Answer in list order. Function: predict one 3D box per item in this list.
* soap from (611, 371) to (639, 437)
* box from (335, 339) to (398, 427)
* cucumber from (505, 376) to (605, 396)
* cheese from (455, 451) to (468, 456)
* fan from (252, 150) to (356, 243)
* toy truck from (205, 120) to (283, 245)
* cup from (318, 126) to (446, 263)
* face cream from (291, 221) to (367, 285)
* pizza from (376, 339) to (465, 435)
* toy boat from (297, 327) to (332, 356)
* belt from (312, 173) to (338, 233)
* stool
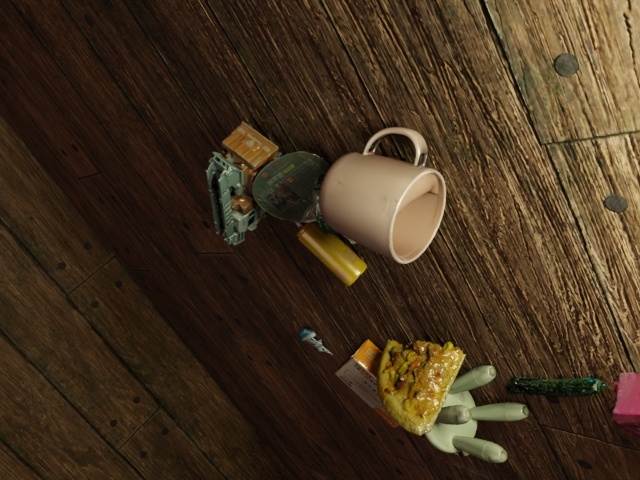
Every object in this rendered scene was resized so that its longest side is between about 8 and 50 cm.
[{"bbox_3d":[0.666,0.318,1.021,0.250,0.099,0.162,29,148,-18],"label":"soap"},{"bbox_3d":[0.195,0.458,1.838,0.274,0.091,0.221,40,150,8],"label":"box"},{"bbox_3d":[0.535,0.337,1.326,0.044,0.043,0.256,46,149,-13],"label":"cucumber"},{"bbox_3d":[0.362,0.619,1.876,0.251,0.054,0.127,6,133,48],"label":"cheese"},{"bbox_3d":[-0.050,-0.091,1.425,0.223,0.012,0.294,-7,130,16],"label":"fan"},{"bbox_3d":[-0.214,-0.129,1.511,0.133,0.184,0.338,37,149,14],"label":"toy truck"},{"bbox_3d":[0.123,-0.106,1.163,0.200,0.191,0.253,25,115,35],"label":"cup"},{"bbox_3d":[0.000,0.000,1.518,0.273,0.078,0.078,44,150,1],"label":"face cream"},{"bbox_3d":[0.223,0.378,1.527,0.087,0.268,0.257,47,147,-23],"label":"pizza"},{"bbox_3d":[-0.023,0.359,2.052,0.105,0.034,0.149,-1,140,47],"label":"toy boat"},{"bbox_3d":[0.040,-0.085,1.318,0.079,0.121,0.151,2,134,22],"label":"belt"},{"bbox_3d":[0.391,0.450,1.499,0.195,0.195,0.198,50,145,-9],"label":"stool"}]
